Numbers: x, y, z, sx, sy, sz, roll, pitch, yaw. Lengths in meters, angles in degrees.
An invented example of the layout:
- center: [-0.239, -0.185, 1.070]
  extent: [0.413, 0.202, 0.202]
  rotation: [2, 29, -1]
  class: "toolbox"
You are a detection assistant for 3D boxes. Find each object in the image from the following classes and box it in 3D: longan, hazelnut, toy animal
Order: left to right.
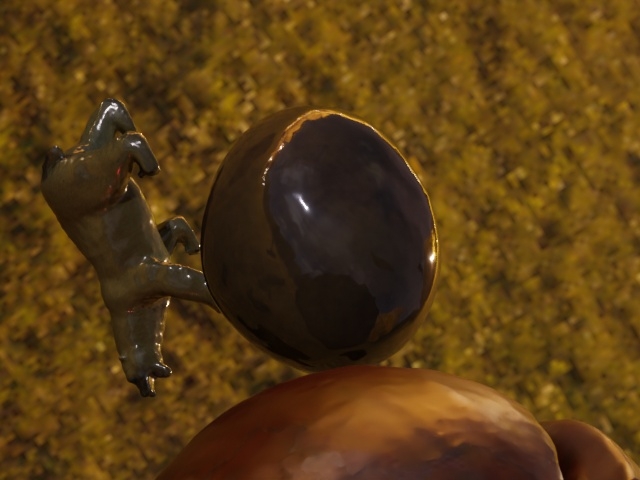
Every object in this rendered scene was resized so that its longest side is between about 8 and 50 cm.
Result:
- center: [-0.148, 0.005, 1.327]
  extent: [0.219, 0.101, 0.103]
  rotation: [63, -6, -9]
  class: "toy animal"
- center: [0.000, 0.000, 1.170]
  extent: [0.167, 0.167, 0.187]
  rotation: [4, 81, -55]
  class: "longan"
- center: [0.061, 0.269, 0.955]
  extent: [0.359, 0.359, 0.409]
  rotation: [-55, 147, -58]
  class: "hazelnut"
